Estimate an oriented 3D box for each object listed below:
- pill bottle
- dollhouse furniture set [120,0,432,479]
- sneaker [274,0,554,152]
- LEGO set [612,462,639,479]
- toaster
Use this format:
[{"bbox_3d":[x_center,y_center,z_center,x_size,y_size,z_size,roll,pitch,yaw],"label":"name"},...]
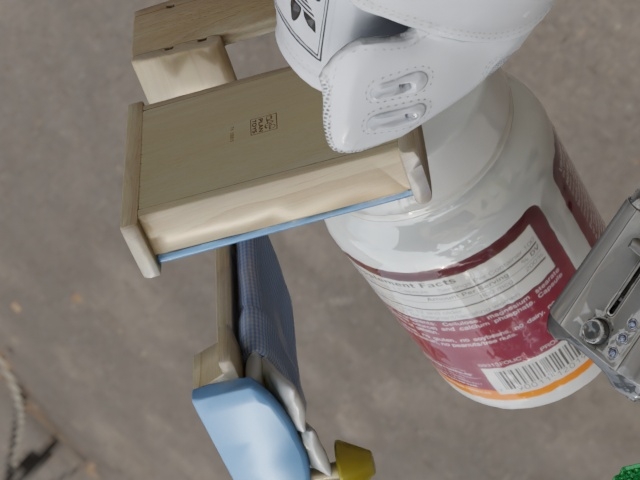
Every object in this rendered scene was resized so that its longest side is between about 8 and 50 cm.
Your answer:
[{"bbox_3d":[0.133,-0.024,1.455,0.224,0.224,0.392,21,160,38],"label":"pill bottle"},{"bbox_3d":[0.000,0.000,1.167,0.198,0.286,0.303,-14,131,8],"label":"dollhouse furniture set"},{"bbox_3d":[-0.004,-0.129,0.542,0.137,0.365,0.210,53,131,23],"label":"sneaker"},{"bbox_3d":[0.179,0.315,1.106,0.331,0.255,0.192,-29,129,30],"label":"LEGO set"},{"bbox_3d":[0.299,0.042,1.258,0.227,0.146,0.129,6,-151,-47],"label":"toaster"}]
